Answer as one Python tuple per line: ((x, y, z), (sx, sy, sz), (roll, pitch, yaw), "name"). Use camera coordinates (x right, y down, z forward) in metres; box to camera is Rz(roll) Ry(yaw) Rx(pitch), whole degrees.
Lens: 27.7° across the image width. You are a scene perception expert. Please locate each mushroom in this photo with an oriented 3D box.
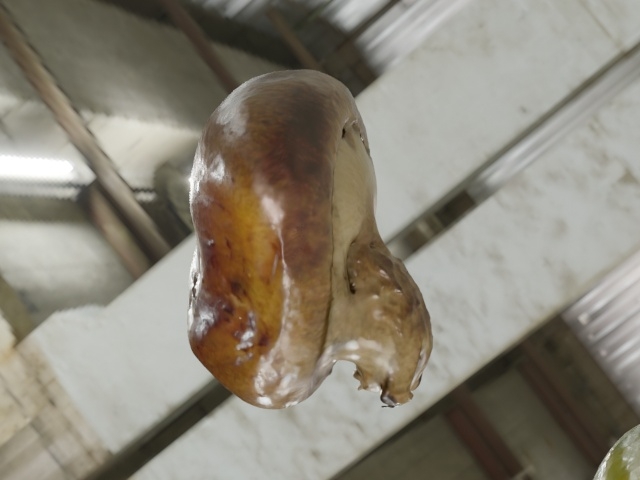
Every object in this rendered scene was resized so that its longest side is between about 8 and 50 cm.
((0.000, 0.000, 1.326), (0.259, 0.345, 0.345), (8, -168, 9), "mushroom")

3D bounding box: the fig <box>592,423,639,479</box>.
((0.501, 0.404, 1.753), (0.343, 0.343, 0.343), (46, -165, -17), "fig")
